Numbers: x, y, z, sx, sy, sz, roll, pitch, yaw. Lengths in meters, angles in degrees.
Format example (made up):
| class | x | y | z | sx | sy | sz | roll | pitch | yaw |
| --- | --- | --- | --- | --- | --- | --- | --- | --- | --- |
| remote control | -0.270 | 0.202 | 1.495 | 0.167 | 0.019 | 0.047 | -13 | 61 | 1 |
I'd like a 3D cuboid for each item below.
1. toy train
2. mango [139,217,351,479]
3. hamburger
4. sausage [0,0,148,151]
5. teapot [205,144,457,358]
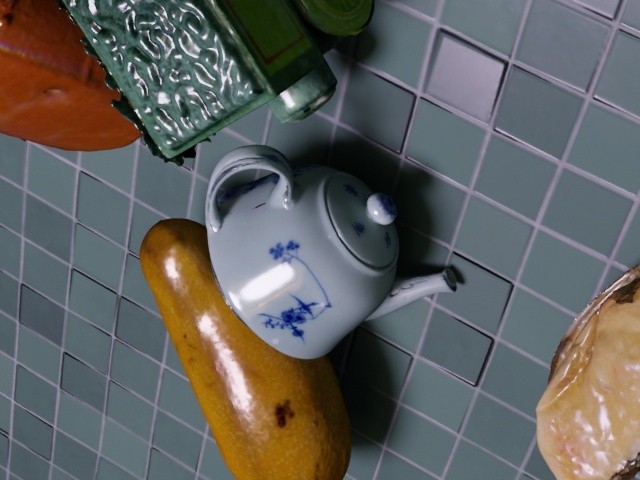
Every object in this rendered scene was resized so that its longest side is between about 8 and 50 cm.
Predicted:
| class | x | y | z | sx | sy | sz | roll | pitch | yaw |
| --- | --- | --- | --- | --- | --- | --- | --- | --- | --- |
| toy train | -0.089 | -0.199 | 1.014 | 0.159 | 0.188 | 0.271 | -25 | 101 | 41 |
| mango | -0.061 | 0.102 | 1.222 | 0.177 | 0.120 | 0.294 | -140 | 27 | -73 |
| hamburger | 0.247 | 0.095 | 1.033 | 0.131 | 0.124 | 0.262 | 52 | 133 | 21 |
| sausage | -0.219 | -0.162 | 1.091 | 0.153 | 0.268 | 0.141 | -27 | 62 | 33 |
| teapot | 0.000 | 0.000 | 1.117 | 0.232 | 0.159 | 0.159 | 35 | 142 | -32 |
